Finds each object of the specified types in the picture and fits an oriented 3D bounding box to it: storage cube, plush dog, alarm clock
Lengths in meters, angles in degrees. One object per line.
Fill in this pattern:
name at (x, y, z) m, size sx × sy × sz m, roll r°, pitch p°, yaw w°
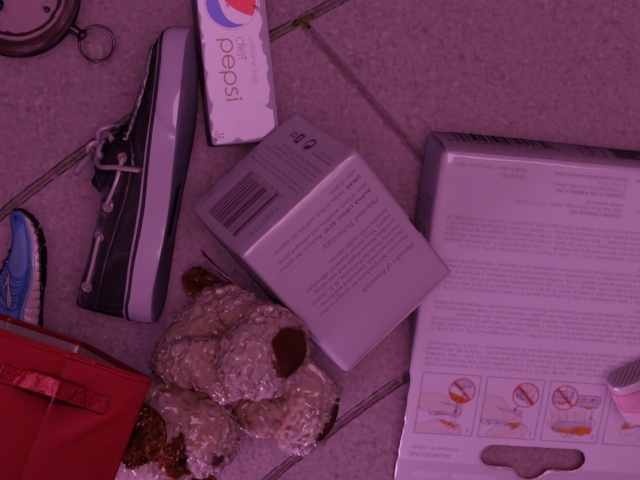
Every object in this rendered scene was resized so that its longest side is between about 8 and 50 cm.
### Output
storage cube at (-0.301, 0.175, 1.411) m, size 0.184 × 0.215 × 0.193 m, roll 22°, pitch 85°, yaw -30°
plush dog at (-0.127, 0.159, 1.510) m, size 0.210 × 0.262 × 0.225 m, roll 35°, pitch 76°, yaw 24°
alarm clock at (-0.294, -0.243, 1.534) m, size 0.192 × 0.064 × 0.129 m, roll 31°, pitch 88°, yaw -11°

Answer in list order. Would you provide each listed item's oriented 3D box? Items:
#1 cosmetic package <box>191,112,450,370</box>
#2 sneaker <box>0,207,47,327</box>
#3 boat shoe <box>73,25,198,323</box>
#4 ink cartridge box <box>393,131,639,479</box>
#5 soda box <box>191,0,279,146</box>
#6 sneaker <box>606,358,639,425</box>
cosmetic package at (0.000, 0.000, 1.509) m, size 0.151 × 0.151 × 0.183 m, roll -43°, pitch 122°, yaw -4°
sneaker at (-0.321, 0.047, 1.539) m, size 0.073 × 0.063 × 0.162 m, roll 5°, pitch 91°, yaw -5°
boat shoe at (-0.192, -0.071, 1.531) m, size 0.105 × 0.113 × 0.306 m, roll 11°, pitch 105°, yaw 4°
ink cartridge box at (0.246, 0.086, 1.629) m, size 0.308 × 0.091 × 0.385 m, roll 5°, pitch 108°, yaw -9°
soda box at (-0.092, -0.207, 1.558) m, size 0.074 × 0.069 × 0.216 m, roll -6°, pitch 94°, yaw -9°
sneaker at (0.374, 0.153, 1.596) m, size 0.134 × 0.051 × 0.070 m, roll -22°, pitch 116°, yaw -1°
